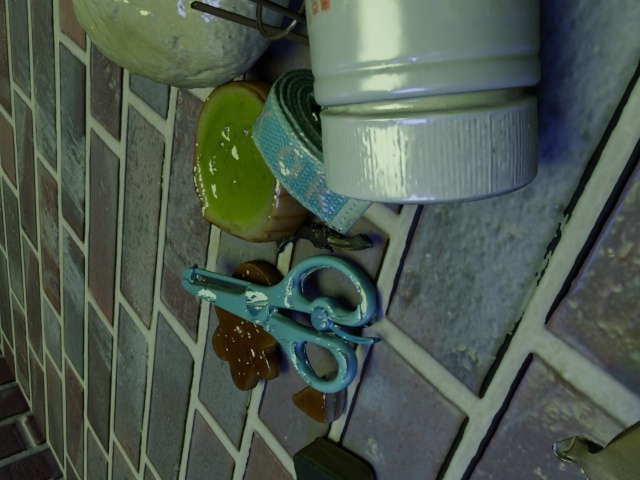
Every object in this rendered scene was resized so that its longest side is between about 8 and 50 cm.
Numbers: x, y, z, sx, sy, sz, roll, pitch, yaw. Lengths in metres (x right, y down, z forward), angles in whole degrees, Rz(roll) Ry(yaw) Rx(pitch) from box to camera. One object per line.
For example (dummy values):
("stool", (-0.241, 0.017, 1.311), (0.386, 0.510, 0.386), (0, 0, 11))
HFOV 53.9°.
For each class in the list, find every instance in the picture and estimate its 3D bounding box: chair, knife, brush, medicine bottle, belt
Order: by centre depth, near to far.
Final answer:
("medicine bottle", (0.081, -0.205, 0.518), (0.190, 0.190, 0.332), (9, 108, 50))
("chair", (-0.005, -0.231, 0.630), (0.104, 0.222, 0.095), (23, 96, 48))
("belt", (0.007, -0.110, 0.687), (0.163, 0.147, 0.082), (39, 134, -2))
("knife", (-0.001, -0.006, 0.826), (0.222, 0.021, 0.045), (-2, 99, 56))
("brush", (0.020, 0.395, 0.905), (0.123, 0.059, 0.197), (16, 114, 50))

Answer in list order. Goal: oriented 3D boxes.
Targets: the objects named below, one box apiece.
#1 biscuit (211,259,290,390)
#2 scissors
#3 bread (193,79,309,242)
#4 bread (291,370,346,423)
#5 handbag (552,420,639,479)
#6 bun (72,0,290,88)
("biscuit", (-0.109, 0.133, 0.994), (0.180, 0.039, 0.236), (53, 137, 29))
("scissors", (-0.078, 0.087, 0.891), (0.393, 0.032, 0.180), (14, 99, 41))
("bread", (-0.095, -0.104, 0.858), (0.236, 0.070, 0.236), (14, 108, 49))
("bread", (0.006, 0.223, 0.876), (0.109, 0.043, 0.062), (-49, 62, 46))
("handbag", (0.309, 0.214, 0.413), (0.182, 0.117, 0.270), (-36, 58, 13))
("bun", (-0.193, -0.366, 0.764), (0.352, 0.227, 0.348), (-37, 68, 45))
